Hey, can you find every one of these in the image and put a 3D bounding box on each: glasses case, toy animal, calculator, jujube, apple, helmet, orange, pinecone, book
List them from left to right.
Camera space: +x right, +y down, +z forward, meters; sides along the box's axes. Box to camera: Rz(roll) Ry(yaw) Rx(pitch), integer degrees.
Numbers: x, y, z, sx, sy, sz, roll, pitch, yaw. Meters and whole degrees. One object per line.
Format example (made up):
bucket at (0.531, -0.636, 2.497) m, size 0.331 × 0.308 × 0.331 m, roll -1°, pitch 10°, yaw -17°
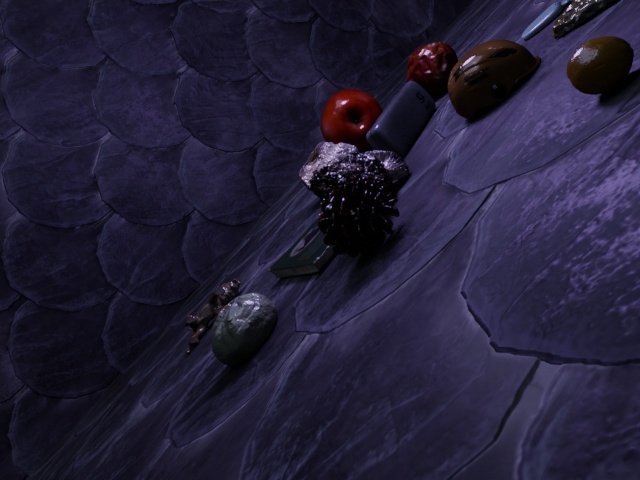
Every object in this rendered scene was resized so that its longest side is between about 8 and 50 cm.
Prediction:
toy animal at (-0.400, 0.262, 2.040) m, size 0.312 × 0.097 × 0.157 m, roll -49°, pitch -1°, yaw -4°
book at (0.000, 0.000, 1.604) m, size 0.260 × 0.043 × 0.371 m, roll -47°, pitch 12°, yaw -19°
apple at (0.133, -0.476, 2.242) m, size 0.260 × 0.260 × 0.216 m, roll -46°, pitch 7°, yaw 0°
pinecone at (0.090, -0.054, 1.190) m, size 0.165 × 0.163 × 0.163 m, roll -24°, pitch 23°, yaw 36°
glasses case at (0.257, -0.378, 1.746) m, size 0.074 × 0.131 × 0.323 m, roll -33°, pitch 17°, yaw 50°
jujube at (0.387, -0.600, 1.954) m, size 0.174 × 0.174 × 0.250 m, roll -46°, pitch 15°, yaw -1°
helmet at (0.401, -0.409, 1.354) m, size 0.224 × 0.130 × 0.198 m, roll -36°, pitch 19°, yaw 38°
calculator at (0.622, -0.615, 1.538) m, size 0.153 × 0.021 × 0.095 m, roll -42°, pitch 12°, yaw 36°
orange at (0.437, -0.274, 0.867) m, size 0.095 × 0.085 × 0.085 m, roll -31°, pitch 18°, yaw 37°

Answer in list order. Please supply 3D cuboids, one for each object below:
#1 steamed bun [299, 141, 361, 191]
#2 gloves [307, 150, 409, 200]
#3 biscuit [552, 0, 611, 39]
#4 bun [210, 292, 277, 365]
steamed bun at (0.023, -0.280, 2.161) m, size 0.225 × 0.170 × 0.200 m, roll -51°, pitch 17°, yaw -16°
gloves at (0.096, -0.143, 1.406) m, size 0.312 × 0.210 × 0.135 m, roll -24°, pitch -48°, yaw -46°
biscuit at (0.651, -0.571, 1.245) m, size 0.187 × 0.036 × 0.274 m, roll -52°, pitch 13°, yaw -27°
bun at (-0.202, 0.214, 1.394) m, size 0.195 × 0.118 × 0.195 m, roll -44°, pitch 15°, yaw 15°
